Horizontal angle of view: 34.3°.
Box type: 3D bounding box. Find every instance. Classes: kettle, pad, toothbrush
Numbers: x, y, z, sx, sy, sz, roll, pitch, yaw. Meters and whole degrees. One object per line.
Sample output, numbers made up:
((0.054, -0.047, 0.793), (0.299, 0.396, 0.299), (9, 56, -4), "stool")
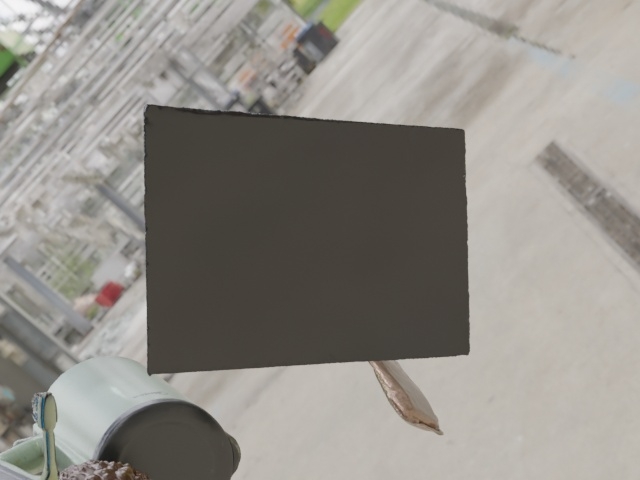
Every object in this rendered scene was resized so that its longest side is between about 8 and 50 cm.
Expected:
((-0.359, 0.345, 1.698), (0.360, 0.250, 0.376), (-5, 4, -25), "kettle")
((0.000, 0.000, 0.832), (0.005, 0.299, 0.202), (-4, 87, 60), "pad")
((-0.332, 0.314, 1.264), (0.028, 0.295, 0.026), (16, 23, 35), "toothbrush")

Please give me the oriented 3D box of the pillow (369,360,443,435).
((0.098, 0.190, 1.479), (0.034, 0.135, 0.211), (-44, 54, 12), "pillow")

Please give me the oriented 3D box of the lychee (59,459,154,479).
((-0.303, 0.397, 1.409), (0.200, 0.238, 0.200), (-167, 90, -68), "lychee")
